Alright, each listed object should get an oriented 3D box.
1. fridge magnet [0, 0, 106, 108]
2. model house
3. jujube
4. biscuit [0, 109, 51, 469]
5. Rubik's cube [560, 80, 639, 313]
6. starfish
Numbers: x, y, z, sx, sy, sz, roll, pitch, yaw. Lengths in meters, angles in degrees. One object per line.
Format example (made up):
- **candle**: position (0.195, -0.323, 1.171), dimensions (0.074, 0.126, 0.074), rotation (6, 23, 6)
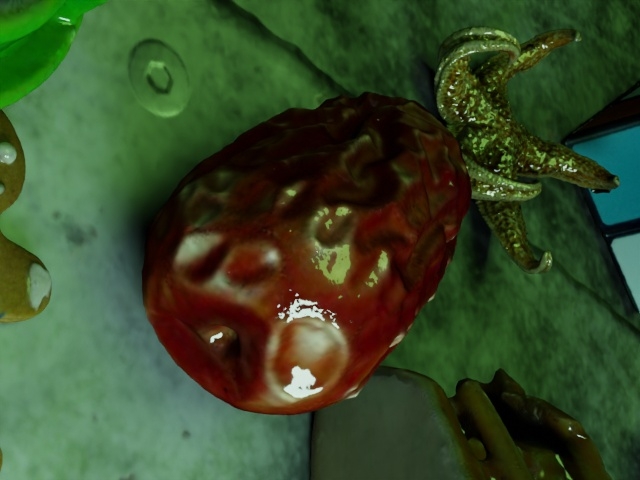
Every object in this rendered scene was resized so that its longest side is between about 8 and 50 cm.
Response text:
- **fridge magnet**: position (-0.198, -0.161, 0.708), dimensions (0.208, 0.088, 0.208), rotation (17, 65, -41)
- **model house**: position (0.121, 0.187, 0.872), dimensions (0.229, 0.199, 0.219), rotation (13, 82, -39)
- **jujube**: position (0.000, 0.000, 0.832), dimensions (0.155, 0.155, 0.230), rotation (63, 36, -12)
- **biscuit**: position (-0.191, 0.015, 0.710), dimensions (0.138, 0.031, 0.205), rotation (30, 57, -37)
- **Rubik's cube**: position (0.332, -0.057, 1.167), dimensions (0.183, 0.180, 0.167), rotation (-32, 103, -44)
- **starfish**: position (0.148, -0.066, 1.053), dimensions (0.146, 0.074, 0.189), rotation (3, 76, -45)
